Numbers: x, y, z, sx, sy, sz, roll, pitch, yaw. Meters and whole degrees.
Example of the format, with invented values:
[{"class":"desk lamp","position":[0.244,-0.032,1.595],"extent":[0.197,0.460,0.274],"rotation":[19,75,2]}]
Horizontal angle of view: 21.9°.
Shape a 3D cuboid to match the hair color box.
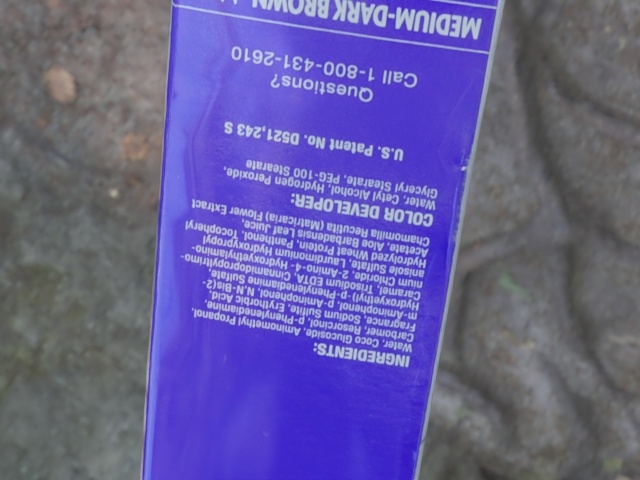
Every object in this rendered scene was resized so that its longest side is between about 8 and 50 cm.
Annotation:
[{"class":"hair color box","position":[0.000,0.000,0.631],"extent":[0.110,0.185,0.339],"rotation":[8,121,3]}]
